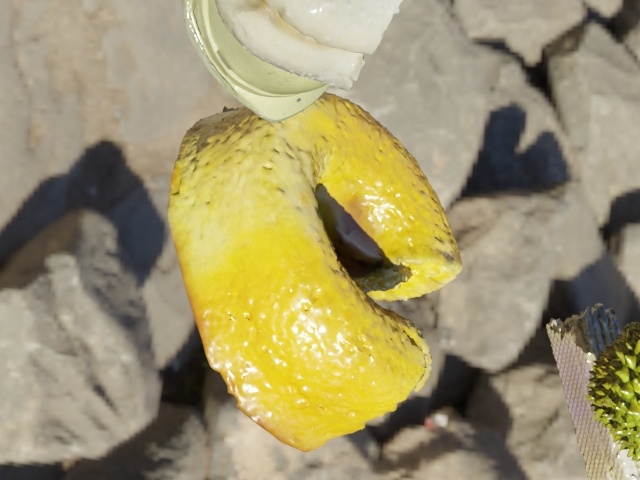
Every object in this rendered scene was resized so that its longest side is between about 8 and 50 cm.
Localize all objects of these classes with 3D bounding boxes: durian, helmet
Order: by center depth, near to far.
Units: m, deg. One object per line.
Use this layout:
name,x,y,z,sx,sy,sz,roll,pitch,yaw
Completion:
helmet,-0.017,-0.234,1.633,0.204,0.137,0.257,-51,130,-15
durian,0.432,0.180,1.756,0.176,0.236,0.200,-105,-162,-61

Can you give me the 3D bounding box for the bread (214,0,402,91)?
bread,-0.016,-0.251,1.077,0.102,0.183,0.337,-53,-163,41

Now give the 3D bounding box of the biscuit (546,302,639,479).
biscuit,0.368,0.203,2.017,0.061,0.108,0.239,-13,86,-20

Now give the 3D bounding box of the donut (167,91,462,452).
donut,0.000,0.000,1.808,0.378,0.163,0.435,49,35,-20
